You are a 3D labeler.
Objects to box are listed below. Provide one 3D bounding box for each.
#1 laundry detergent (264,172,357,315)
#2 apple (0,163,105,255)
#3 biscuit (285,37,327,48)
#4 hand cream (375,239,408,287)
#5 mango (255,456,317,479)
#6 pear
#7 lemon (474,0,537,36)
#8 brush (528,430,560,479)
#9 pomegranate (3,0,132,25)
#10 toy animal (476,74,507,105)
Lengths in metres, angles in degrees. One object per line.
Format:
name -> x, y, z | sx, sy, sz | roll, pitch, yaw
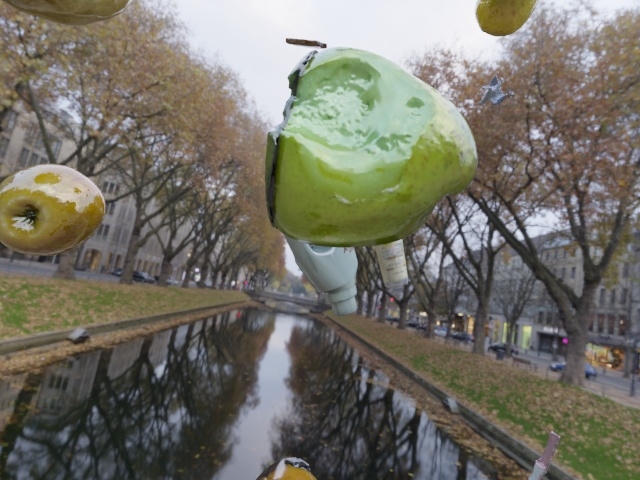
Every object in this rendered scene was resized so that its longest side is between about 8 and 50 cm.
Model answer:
laundry detergent -> 0.000, 0.000, 0.999 | 0.124, 0.398, 0.264 | -13, 8, 27
apple -> -0.516, -0.056, 0.761 | 0.182, 0.182, 0.155 | 12, 9, -5
biscuit -> -0.043, -0.601, 1.231 | 0.130, 0.019, 0.119 | 9, 21, 2
hand cream -> 0.111, 0.005, 0.639 | 0.061, 0.143, 0.039 | -14, 8, -13
mango -> -0.055, 0.507, 0.694 | 0.201, 0.153, 0.287 | 27, -7, 16
pear -> 0.075, -0.114, 0.543 | 0.292, 0.292, 0.159 | 10, -10, 4
lemon -> 0.541, -0.697, 1.170 | 0.170, 0.207, 0.170 | 26, 14, -7
brush -> 0.553, 0.642, 1.051 | 0.071, 0.301, 0.084 | 29, -4, -26
pomegranate -> -0.447, -0.521, 0.635 | 0.332, 0.333, 0.332 | 11, -8, 2
toy animal -> 0.284, -0.247, 0.674 | 0.050, 0.084, 0.028 | -21, -56, 27
